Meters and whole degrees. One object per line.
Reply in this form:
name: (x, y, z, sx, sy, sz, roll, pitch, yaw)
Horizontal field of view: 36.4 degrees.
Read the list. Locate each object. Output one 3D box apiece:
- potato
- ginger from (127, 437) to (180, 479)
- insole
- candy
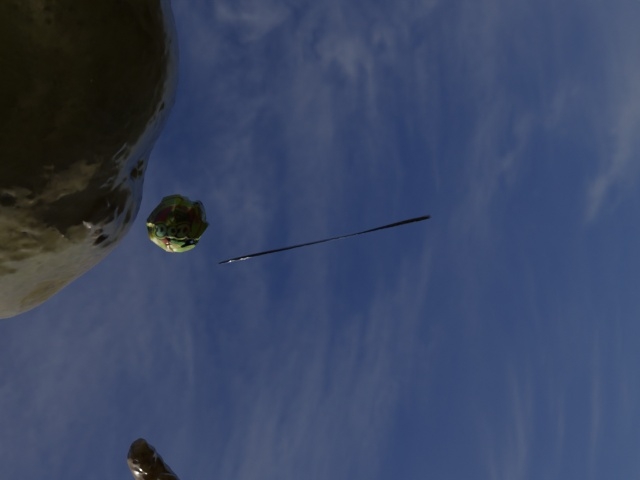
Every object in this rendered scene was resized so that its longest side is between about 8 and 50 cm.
potato: (-0.174, -0.056, 0.501, 0.159, 0.174, 0.251, -72, 5, -67)
ginger: (-0.126, 0.309, 0.963, 0.065, 0.258, 0.149, -40, -60, 2)
insole: (0.000, 0.000, 1.003, 0.086, 0.253, 0.005, -14, -89, -58)
candy: (-0.142, -0.028, 1.037, 0.194, 0.062, 0.058, -86, -17, -80)
